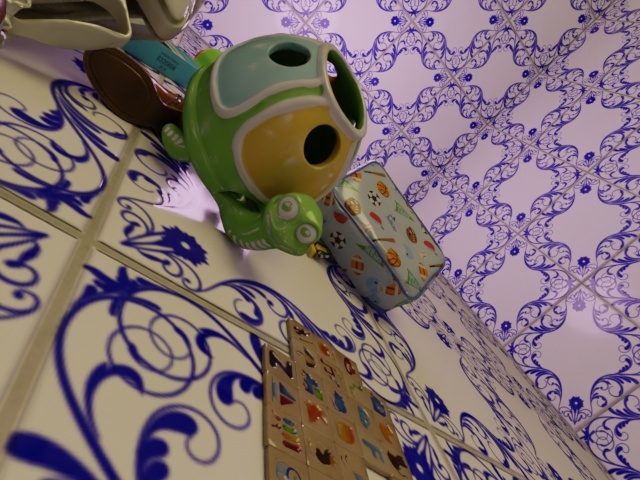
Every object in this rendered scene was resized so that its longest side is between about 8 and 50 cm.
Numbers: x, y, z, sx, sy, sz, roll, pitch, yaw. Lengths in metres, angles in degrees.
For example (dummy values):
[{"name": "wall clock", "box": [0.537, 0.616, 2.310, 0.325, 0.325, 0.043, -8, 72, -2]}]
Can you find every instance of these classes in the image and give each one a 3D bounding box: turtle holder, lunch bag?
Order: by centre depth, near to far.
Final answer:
[{"name": "turtle holder", "box": [-0.066, -0.147, 0.582, 0.244, 0.227, 0.320, 59, 30, -22]}, {"name": "lunch bag", "box": [0.128, -0.010, 0.886, 0.304, 0.114, 0.243, 56, 41, -1]}]

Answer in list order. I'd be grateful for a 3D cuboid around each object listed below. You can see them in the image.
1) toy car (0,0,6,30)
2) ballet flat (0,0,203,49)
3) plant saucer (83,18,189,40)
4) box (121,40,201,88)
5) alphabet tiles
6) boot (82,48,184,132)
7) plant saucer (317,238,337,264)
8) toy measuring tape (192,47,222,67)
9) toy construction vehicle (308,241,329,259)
[{"name": "toy car", "box": [-0.289, -0.193, 0.324, 0.149, 0.155, 0.188, 42, 0, -13]}, {"name": "ballet flat", "box": [-0.262, -0.316, 0.545, 0.147, 0.147, 0.408, 46, 46, 7]}, {"name": "plant saucer", "box": [-0.413, -0.458, 0.684, 0.400, 0.100, 0.401, 30, 40, -28]}, {"name": "box", "box": [-0.380, -0.445, 0.997, 0.101, 0.060, 0.244, 49, 13, 17]}, {"name": "alphabet tiles", "box": [0.019, 0.176, 0.418, 0.198, 0.009, 0.237, 39, 13, -23]}, {"name": "boot", "box": [-0.266, -0.224, 0.651, 0.197, 0.073, 0.152, 45, 8, -37]}, {"name": "plant saucer", "box": [0.000, 0.000, 0.887, 0.119, 0.021, 0.119, 43, 13, -12]}, {"name": "toy measuring tape", "box": [-0.349, -0.526, 1.237, 0.121, 0.121, 0.330, 47, 13, 10]}, {"name": "toy construction vehicle", "box": [-0.035, -0.007, 0.788, 0.098, 0.035, 0.086, 29, 31, -45]}]
